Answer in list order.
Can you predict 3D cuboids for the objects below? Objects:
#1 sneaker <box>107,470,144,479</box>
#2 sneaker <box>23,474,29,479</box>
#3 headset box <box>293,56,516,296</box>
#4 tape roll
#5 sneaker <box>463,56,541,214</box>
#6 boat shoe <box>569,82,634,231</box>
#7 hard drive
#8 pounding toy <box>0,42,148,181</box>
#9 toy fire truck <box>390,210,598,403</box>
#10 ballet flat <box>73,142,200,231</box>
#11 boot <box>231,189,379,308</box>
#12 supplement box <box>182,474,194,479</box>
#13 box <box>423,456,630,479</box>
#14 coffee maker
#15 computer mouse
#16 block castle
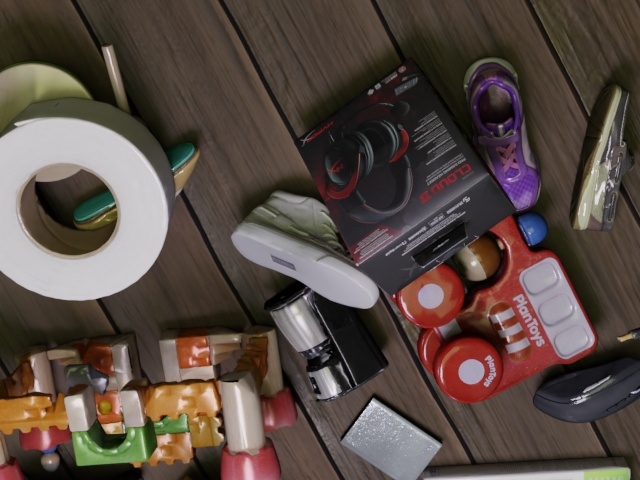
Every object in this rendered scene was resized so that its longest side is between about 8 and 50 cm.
[{"bbox_3d":[-0.389,0.412,1.784,0.124,0.283,0.107,44,125,7],"label":"sneaker"},{"bbox_3d":[-0.532,0.496,1.898,0.319,0.127,0.208,-31,65,33],"label":"sneaker"},{"bbox_3d":[0.119,-0.082,1.625,0.218,0.293,0.110,-35,140,11],"label":"headset box"},{"bbox_3d":[-0.356,-0.060,1.679,0.286,0.100,0.286,0,114,1],"label":"tape roll"},{"bbox_3d":[0.265,-0.147,1.692,0.095,0.104,0.236,-13,102,6],"label":"sneaker"},{"bbox_3d":[0.424,-0.118,1.702,0.073,0.080,0.223,10,108,-3],"label":"boat shoe"},{"bbox_3d":[0.112,0.320,1.845,0.135,0.022,0.094,34,103,-3],"label":"hard drive"},{"bbox_3d":[-0.386,-0.198,1.733,0.237,0.110,0.183,-14,113,6],"label":"pounding toy"},{"bbox_3d":[0.244,0.080,1.717,0.254,0.169,0.302,-27,99,-1],"label":"toy fire truck"},{"bbox_3d":[-0.269,-0.071,1.777,0.232,0.080,0.073,-28,126,12],"label":"ballet flat"},{"bbox_3d":[0.000,0.000,1.694,0.258,0.095,0.123,25,60,28],"label":"boot"},{"bbox_3d":[-0.155,0.486,1.787,0.194,0.191,0.129,40,79,-13],"label":"supplement box"},{"bbox_3d":[0.331,0.468,1.844,0.322,0.058,0.232,-4,102,7],"label":"box"},{"bbox_3d":[0.028,0.132,1.762,0.171,0.120,0.178,-29,99,9],"label":"coffee maker"},{"bbox_3d":[0.443,0.204,1.725,0.262,0.060,0.184,-16,141,8],"label":"computer mouse"},{"bbox_3d":[-0.274,0.278,1.725,0.453,0.303,0.212,-6,102,7],"label":"block castle"}]
